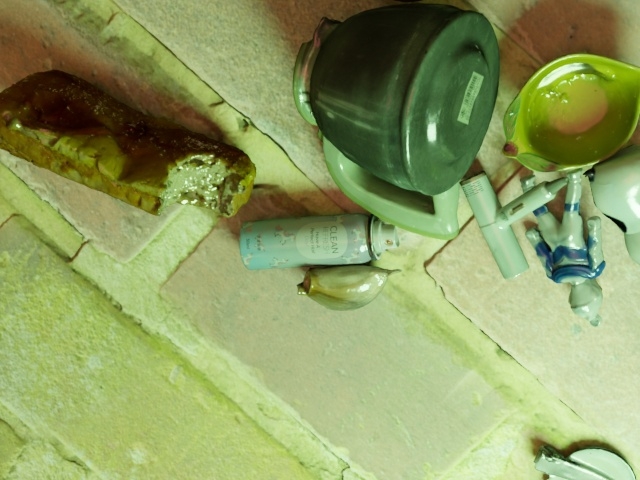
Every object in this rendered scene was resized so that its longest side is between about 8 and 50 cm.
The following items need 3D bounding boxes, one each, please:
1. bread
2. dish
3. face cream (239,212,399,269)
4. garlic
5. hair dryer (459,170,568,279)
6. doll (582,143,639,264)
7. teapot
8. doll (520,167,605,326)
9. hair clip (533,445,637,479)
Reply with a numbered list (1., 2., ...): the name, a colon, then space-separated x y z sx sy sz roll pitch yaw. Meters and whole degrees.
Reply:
1. bread: -0.282 -0.131 1.662 0.381 0.185 0.109 23 116 8
2. dish: 0.336 -0.173 1.534 0.208 0.080 0.148 -28 96 19
3. face cream: 0.000 0.000 1.677 0.229 0.075 0.075 -5 104 16
4. garlic: 0.041 0.069 1.683 0.152 0.084 0.066 -1 87 2
5. hair dryer: 0.284 -0.033 1.563 0.183 0.044 0.154 -16 103 54
6. doll: 0.432 -0.043 1.528 0.107 0.110 0.180 -37 98 0
7. teapot: 0.103 -0.182 1.543 0.239 0.321 0.239 20 74 31
8. doll: 0.345 0.014 1.597 0.114 0.057 0.227 -9 102 39
9. hair clip: 0.393 0.352 1.680 0.172 0.049 0.116 26 115 5
